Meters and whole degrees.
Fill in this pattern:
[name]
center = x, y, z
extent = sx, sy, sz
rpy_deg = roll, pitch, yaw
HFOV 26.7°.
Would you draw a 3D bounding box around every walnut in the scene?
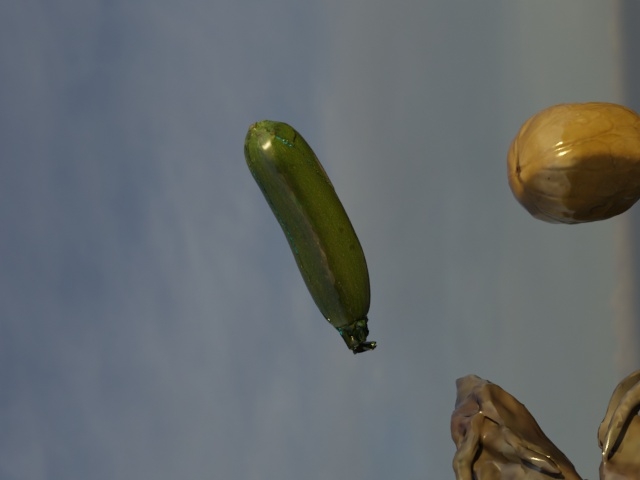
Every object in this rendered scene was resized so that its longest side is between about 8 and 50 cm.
[walnut]
center = 0.331, -0.100, 1.718
extent = 0.165, 0.197, 0.165
rpy_deg = 176, 90, -69

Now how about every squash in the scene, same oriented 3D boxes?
[squash]
center = 0.000, 0.000, 1.622
extent = 0.087, 0.087, 0.331
rpy_deg = -65, -44, -61

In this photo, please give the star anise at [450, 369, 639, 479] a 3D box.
[star anise]
center = 0.138, 0.191, 0.593
extent = 0.117, 0.332, 0.331
rpy_deg = 47, -138, -60
